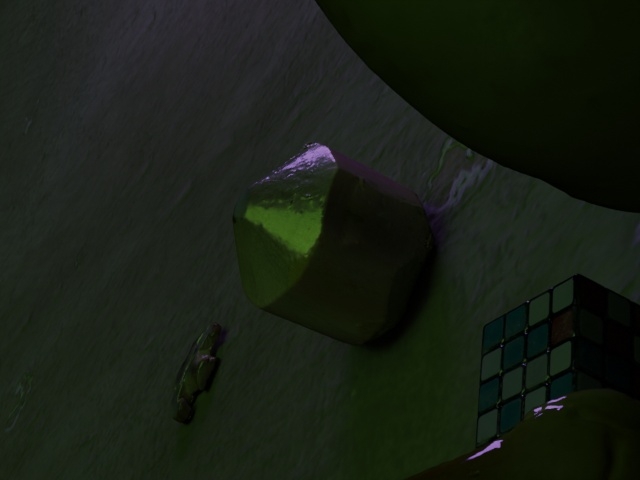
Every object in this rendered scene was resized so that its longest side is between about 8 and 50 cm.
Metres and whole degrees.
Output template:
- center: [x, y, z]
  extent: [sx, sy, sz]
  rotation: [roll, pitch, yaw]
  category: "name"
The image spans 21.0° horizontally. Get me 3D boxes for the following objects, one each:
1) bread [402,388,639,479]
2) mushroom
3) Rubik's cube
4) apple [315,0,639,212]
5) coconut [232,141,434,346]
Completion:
- center: [0.091, 0.280, 0.905]
  extent: [0.300, 0.210, 0.341]
  rotation: [-47, 31, 37]
  category: "bread"
- center: [-0.119, 0.125, 1.648]
  extent: [0.049, 0.019, 0.101]
  rotation: [7, 74, 63]
  category: "mushroom"
- center: [0.160, 0.091, 1.066]
  extent: [0.092, 0.092, 0.092]
  rotation: [-35, 39, 46]
  category: "Rubik's cube"
- center: [0.181, -0.254, 0.951]
  extent: [0.473, 0.473, 0.474]
  rotation: [-43, 33, 38]
  category: "apple"
- center: [0.000, 0.000, 1.381]
  extent: [0.147, 0.152, 0.147]
  rotation: [-44, 30, 34]
  category: "coconut"
